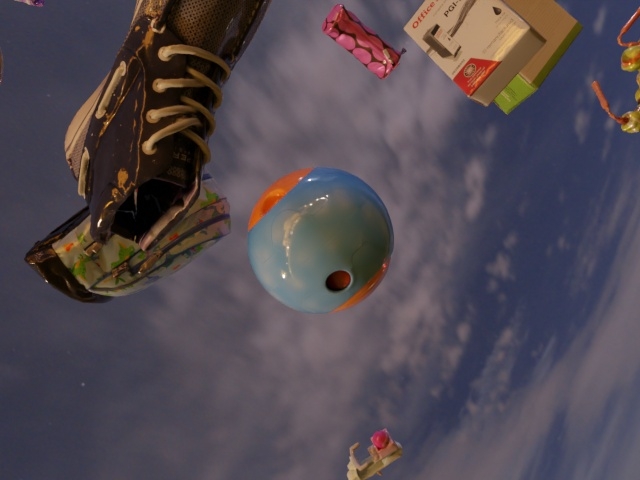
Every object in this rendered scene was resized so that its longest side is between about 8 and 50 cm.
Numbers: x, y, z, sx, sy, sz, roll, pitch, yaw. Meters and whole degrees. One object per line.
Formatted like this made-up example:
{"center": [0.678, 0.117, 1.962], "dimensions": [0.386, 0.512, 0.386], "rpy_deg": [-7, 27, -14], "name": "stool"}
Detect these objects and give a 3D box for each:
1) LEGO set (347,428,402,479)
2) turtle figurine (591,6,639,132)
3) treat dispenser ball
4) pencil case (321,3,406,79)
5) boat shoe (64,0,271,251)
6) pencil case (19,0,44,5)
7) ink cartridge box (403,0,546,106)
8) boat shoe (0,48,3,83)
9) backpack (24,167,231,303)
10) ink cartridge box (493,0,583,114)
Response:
{"center": [0.085, 0.329, 0.617], "dimensions": [0.132, 0.287, 0.107], "rpy_deg": [-46, -53, 1], "name": "LEGO set"}
{"center": [0.558, -0.256, 0.948], "dimensions": [0.217, 0.087, 0.270], "rpy_deg": [35, -120, -13], "name": "turtle figurine"}
{"center": [0.000, 0.000, 1.156], "dimensions": [0.288, 0.288, 0.288], "rpy_deg": [-22, -57, -39], "name": "treat dispenser ball"}
{"center": [0.104, -0.493, 1.461], "dimensions": [0.209, 0.098, 0.095], "rpy_deg": [31, -73, -18], "name": "pencil case"}
{"center": [-0.126, -0.137, 0.556], "dimensions": [0.127, 0.158, 0.340], "rpy_deg": [9, -48, -43], "name": "boat shoe"}
{"center": [-0.481, -0.360, 0.775], "dimensions": [0.205, 0.086, 0.088], "rpy_deg": [1, -39, -14], "name": "pencil case"}
{"center": [0.178, -0.242, 0.696], "dimensions": [0.056, 0.135, 0.099], "rpy_deg": [3, -45, -51], "name": "ink cartridge box"}
{"center": [-0.669, -0.281, 1.126], "dimensions": [0.083, 0.076, 0.226], "rpy_deg": [18, -72, -22], "name": "boat shoe"}
{"center": [-0.359, -0.022, 1.211], "dimensions": [0.356, 0.273, 0.290], "rpy_deg": [-49, -1, -3], "name": "backpack"}
{"center": [0.309, -0.387, 1.054], "dimensions": [0.189, 0.255, 0.097], "rpy_deg": [-50, 2, -23], "name": "ink cartridge box"}
